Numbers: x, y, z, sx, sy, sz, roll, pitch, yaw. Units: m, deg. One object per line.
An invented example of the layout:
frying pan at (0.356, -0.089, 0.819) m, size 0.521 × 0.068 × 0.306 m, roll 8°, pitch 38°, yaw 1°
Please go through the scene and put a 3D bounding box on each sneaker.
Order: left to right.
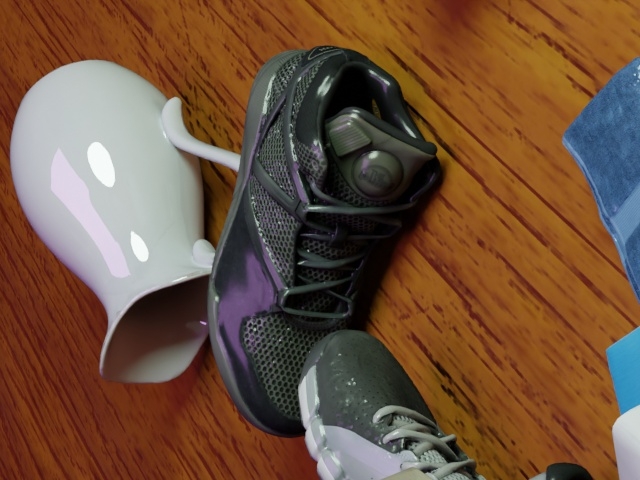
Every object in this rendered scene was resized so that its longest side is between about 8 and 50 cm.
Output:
sneaker at (0.000, 0.000, 1.013) m, size 0.130 × 0.087 × 0.227 m, roll 180°, pitch 101°, yaw -67°
sneaker at (0.076, 0.119, 0.877) m, size 0.132 × 0.086 × 0.228 m, roll -47°, pitch 56°, yaw 40°

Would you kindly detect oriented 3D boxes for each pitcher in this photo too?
pitcher at (-0.115, -0.035, 1.211) m, size 0.178 × 0.125 × 0.207 m, roll -41°, pitch 58°, yaw 24°

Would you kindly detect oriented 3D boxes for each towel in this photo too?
towel at (0.151, -0.023, 0.809) m, size 0.067 × 0.029 × 0.119 m, roll -53°, pitch 42°, yaw 41°

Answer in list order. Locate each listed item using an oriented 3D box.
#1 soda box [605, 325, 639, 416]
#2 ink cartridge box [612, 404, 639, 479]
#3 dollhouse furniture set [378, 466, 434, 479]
soda box at (0.200, 0.030, 0.669) m, size 0.210 × 0.071 × 0.067 m, roll -44°, pitch 49°, yaw 49°
ink cartridge box at (0.208, 0.170, 0.501) m, size 0.278 × 0.117 × 0.201 m, roll 50°, pitch 160°, yaw 52°
dollhouse furniture set at (0.048, 0.279, 0.627) m, size 0.286 × 0.198 × 0.303 m, roll 69°, pitch 165°, yaw -14°
